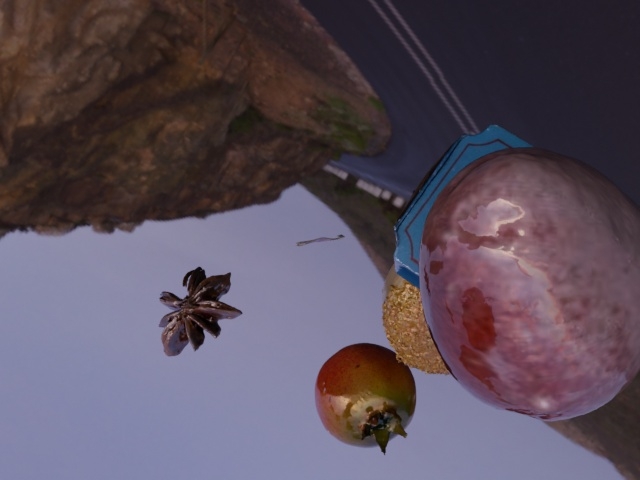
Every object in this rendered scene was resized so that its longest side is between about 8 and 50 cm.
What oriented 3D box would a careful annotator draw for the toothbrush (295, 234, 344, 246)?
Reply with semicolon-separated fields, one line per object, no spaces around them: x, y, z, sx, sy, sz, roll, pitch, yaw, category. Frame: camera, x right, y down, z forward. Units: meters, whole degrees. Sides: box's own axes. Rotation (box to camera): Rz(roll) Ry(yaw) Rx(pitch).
0.000;0.000;1.465;0.131;0.011;0.013;-10;-142;-36;toothbrush

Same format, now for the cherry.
0.275;0.038;0.830;0.326;0.335;0.291;-28;-163;-35;cherry

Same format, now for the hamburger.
0.260;0.128;1.309;0.179;0.294;0.276;-116;10;-66;hamburger

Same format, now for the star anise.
-0.288;0.161;1.518;0.229;0.236;0.093;25;174;35;star anise

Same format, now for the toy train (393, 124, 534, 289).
0.272;-0.017;1.146;0.265;0.300;0.188;35;174;12;toy train

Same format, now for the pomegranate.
0.100;0.332;1.409;0.221;0.221;0.257;27;-170;-27;pomegranate
